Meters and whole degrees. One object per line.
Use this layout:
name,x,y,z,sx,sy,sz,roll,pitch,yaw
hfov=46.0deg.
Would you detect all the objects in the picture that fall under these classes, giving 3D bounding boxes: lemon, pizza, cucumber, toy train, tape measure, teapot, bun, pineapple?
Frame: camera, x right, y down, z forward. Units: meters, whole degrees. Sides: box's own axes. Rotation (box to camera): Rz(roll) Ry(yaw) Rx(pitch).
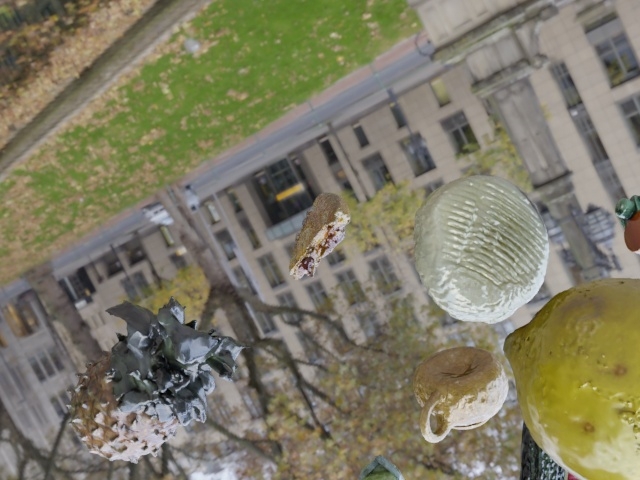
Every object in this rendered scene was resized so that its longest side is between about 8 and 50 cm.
lemon,0.369,0.172,0.894,0.310,0.257,0.258,22,-154,19
pizza,0.001,0.000,1.528,0.193,0.069,0.154,-62,-157,11
cucumber,0.375,0.389,1.273,0.077,0.265,0.077,8,172,1
toy train,0.773,-0.008,1.616,0.177,0.286,0.116,-84,-166,-45
tape measure,0.112,0.450,1.233,0.088,0.177,0.154,-16,-160,14
teapot,0.308,0.349,1.664,0.203,0.167,0.311,0,-158,37
bun,0.231,0.017,1.124,0.220,0.220,0.134,-28,-178,-22
pineapple,-0.200,0.155,0.877,0.141,0.170,0.310,-38,177,-42

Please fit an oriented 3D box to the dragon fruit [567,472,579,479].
dragon fruit,0.503,0.408,1.306,0.126,0.274,0.161,16,-137,37
